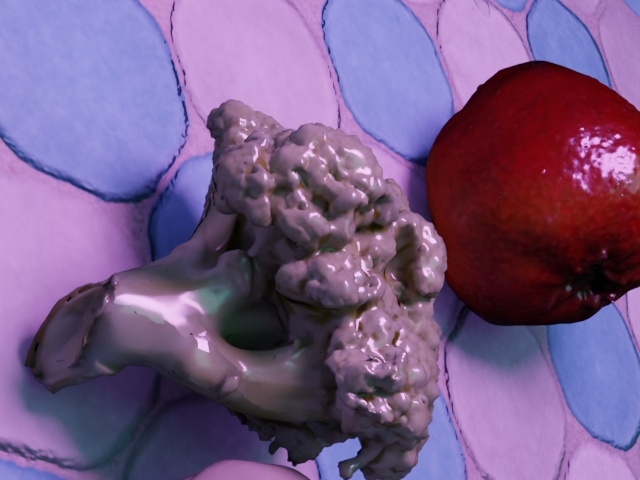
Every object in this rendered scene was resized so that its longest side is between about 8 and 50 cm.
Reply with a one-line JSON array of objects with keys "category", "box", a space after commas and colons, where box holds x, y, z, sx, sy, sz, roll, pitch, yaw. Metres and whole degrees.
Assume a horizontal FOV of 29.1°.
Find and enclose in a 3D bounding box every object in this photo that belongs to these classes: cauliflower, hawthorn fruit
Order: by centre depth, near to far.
[{"category": "cauliflower", "box": [-0.032, 0.035, 0.917, 0.281, 0.260, 0.327, 2, 44, -53]}, {"category": "hawthorn fruit", "box": [0.239, -0.063, 1.317, 0.265, 0.265, 0.307, 30, 29, -38]}]

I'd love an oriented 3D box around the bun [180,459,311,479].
[{"category": "bun", "box": [-0.071, 0.224, 0.874, 0.172, 0.173, 0.120, 15, 25, -46]}]
